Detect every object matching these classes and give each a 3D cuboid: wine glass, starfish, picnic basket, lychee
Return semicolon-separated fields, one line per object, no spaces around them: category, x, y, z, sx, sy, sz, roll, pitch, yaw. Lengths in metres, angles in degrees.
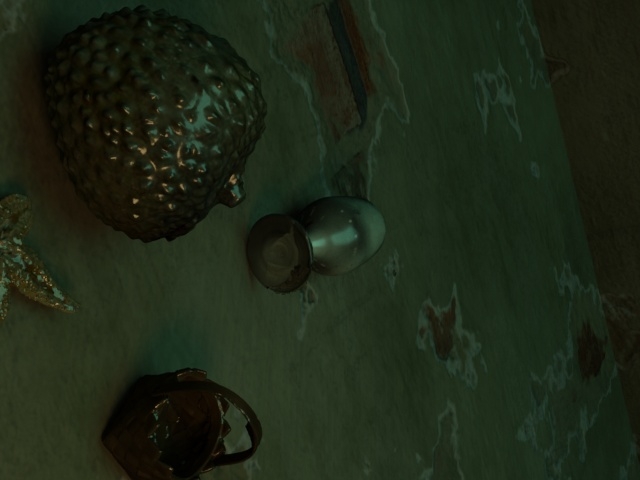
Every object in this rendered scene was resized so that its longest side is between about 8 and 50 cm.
wine glass;0.000;0.000;1.678;0.241;0.126;0.126;-15;97;-57
starfish;-0.362;0.009;1.143;0.295;0.048;0.231;62;37;-30
picnic basket;-0.153;0.221;1.321;0.128;0.178;0.138;62;37;-30
lychee;-0.193;-0.134;1.288;0.274;0.255;0.255;34;49;-13
